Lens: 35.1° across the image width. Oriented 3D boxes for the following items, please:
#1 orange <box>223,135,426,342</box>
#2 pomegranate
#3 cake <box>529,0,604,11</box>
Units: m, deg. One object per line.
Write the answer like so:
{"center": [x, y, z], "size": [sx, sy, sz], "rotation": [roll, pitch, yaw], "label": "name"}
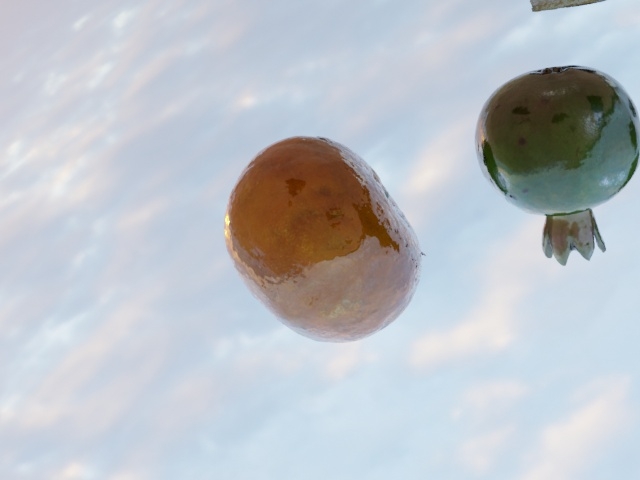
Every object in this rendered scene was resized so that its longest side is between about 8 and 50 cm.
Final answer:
{"center": [0.000, 0.000, 1.325], "size": [0.226, 0.284, 0.284], "rotation": [-38, -154, 4], "label": "orange"}
{"center": [0.269, -0.083, 1.127], "size": [0.187, 0.225, 0.187], "rotation": [-14, -160, 5], "label": "pomegranate"}
{"center": [0.307, -0.313, 1.246], "size": [0.121, 0.052, 0.065], "rotation": [-12, -155, -3], "label": "cake"}
